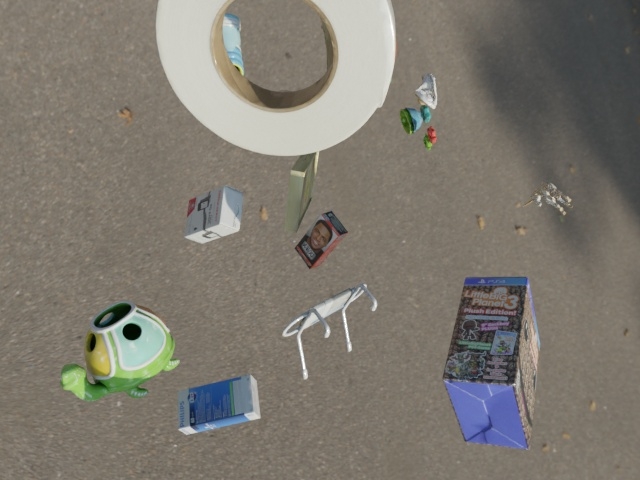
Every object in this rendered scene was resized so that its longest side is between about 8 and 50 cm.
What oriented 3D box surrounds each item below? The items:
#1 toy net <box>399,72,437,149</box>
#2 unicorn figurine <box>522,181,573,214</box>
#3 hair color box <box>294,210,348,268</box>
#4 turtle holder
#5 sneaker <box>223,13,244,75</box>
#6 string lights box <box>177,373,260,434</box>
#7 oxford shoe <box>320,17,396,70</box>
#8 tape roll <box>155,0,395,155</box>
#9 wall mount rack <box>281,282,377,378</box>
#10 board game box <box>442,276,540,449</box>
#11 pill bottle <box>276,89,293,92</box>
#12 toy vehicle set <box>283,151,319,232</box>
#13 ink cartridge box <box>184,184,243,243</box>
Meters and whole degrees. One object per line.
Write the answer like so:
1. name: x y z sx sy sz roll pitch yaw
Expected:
1. toy net: 0.233 -0.296 1.320 0.045 0.232 0.122 -18 75 -3
2. unicorn figurine: 0.600 -0.113 1.488 0.060 0.162 0.111 -40 61 -7
3. hair color box: 0.000 0.000 1.382 0.043 0.141 0.072 -21 67 -45
4. turtle holder: -0.605 0.322 1.689 0.320 0.243 0.227 -24 121 -16
5. sneaker: -0.334 -0.553 1.797 0.127 0.319 0.208 -5 86 -24
6. string lights box: -0.340 0.545 1.891 0.077 0.259 0.133 69 9 -56
7. oxford shoe: 0.067 -0.432 1.184 0.140 0.146 0.397 16 81 -36
8. tape roll: -0.070 -0.318 0.931 0.392 0.392 0.072 40 34 -22
9. wall mount rack: 0.033 0.286 1.835 0.350 0.304 0.130 -24 64 -34
10. board game box: 0.385 0.261 1.249 0.232 0.141 0.291 65 35 -35
11. pill bottle: -0.122 -0.452 2.067 0.176 0.318 0.176 -3 108 -10
12. toy vehicle set: -0.049 -0.146 1.539 0.267 0.035 0.166 -70 170 -66
13. ink cartridge box: -0.271 -0.065 1.442 0.063 0.150 0.109 23 61 -42
